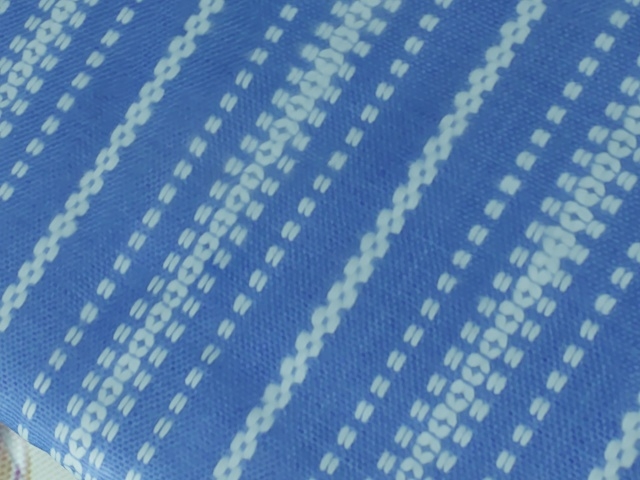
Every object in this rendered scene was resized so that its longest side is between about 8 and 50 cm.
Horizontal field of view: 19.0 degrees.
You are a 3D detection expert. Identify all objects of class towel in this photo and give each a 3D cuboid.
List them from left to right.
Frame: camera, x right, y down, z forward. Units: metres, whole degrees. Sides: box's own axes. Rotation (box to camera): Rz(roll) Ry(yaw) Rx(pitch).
[{"bbox_3d":[0.005,-0.048,0.463,0.336,0.040,0.243,30,83,28],"label":"towel"}]

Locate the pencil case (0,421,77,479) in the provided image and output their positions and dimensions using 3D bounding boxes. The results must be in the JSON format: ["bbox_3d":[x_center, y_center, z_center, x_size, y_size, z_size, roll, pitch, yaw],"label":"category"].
[{"bbox_3d":[0.000,0.000,0.552,0.410,0.160,0.184,-30,76,5],"label":"pencil case"}]
